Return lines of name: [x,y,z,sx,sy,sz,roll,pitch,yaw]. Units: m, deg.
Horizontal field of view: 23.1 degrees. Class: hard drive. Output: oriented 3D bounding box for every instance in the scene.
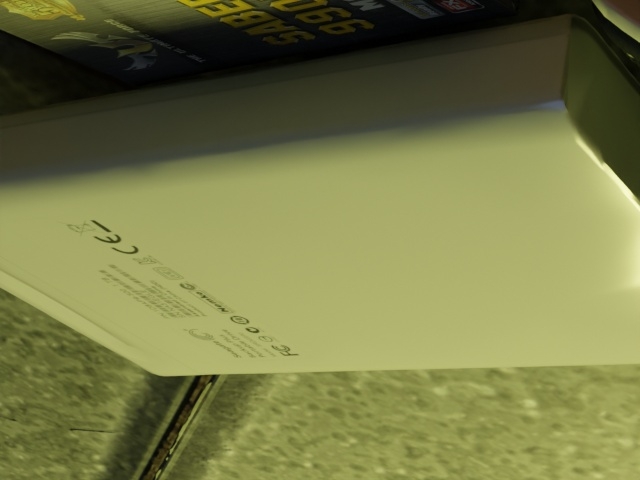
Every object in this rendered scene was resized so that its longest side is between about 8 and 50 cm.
hard drive: [0.000,0.000,0.699,0.353,0.047,0.233,-5,152,35]

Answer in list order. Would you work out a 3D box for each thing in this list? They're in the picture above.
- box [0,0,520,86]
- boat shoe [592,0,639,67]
box: [-0.068,-0.119,0.508,0.183,0.056,0.231,-6,164,35]
boat shoe: [0.226,-0.038,0.491,0.302,0.114,0.091,20,152,15]
